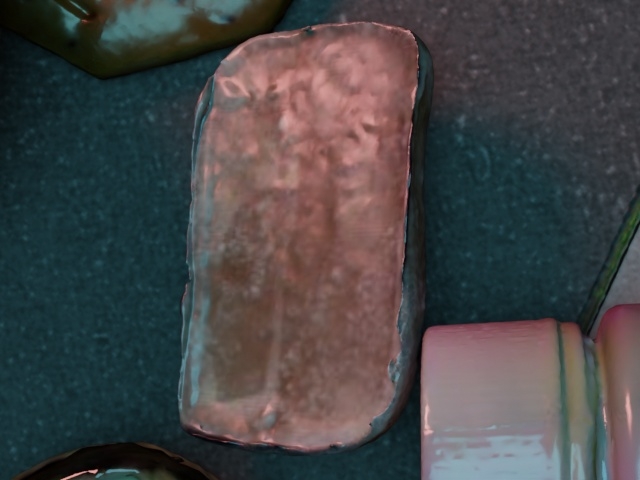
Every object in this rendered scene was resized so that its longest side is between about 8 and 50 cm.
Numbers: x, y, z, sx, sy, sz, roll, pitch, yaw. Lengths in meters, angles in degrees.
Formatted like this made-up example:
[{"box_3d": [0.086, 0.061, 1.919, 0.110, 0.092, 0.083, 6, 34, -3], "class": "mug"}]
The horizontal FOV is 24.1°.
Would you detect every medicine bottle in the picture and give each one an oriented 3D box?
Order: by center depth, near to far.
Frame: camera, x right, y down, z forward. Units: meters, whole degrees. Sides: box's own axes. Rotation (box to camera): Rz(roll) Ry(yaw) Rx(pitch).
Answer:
[{"box_3d": [0.263, 0.147, 0.976, 0.388, 0.219, 0.219, -3, 87, 7], "class": "medicine bottle"}]

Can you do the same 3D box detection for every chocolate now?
[{"box_3d": [0.000, 0.000, 1.065, 0.185, 0.100, 0.303, -1, 83, 33], "class": "chocolate"}]

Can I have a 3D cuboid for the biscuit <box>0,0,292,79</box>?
[{"box_3d": [-0.144, -0.298, 1.134, 0.359, 0.046, 0.359, 0, 86, 7], "class": "biscuit"}]

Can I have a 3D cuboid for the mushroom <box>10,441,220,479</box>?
[{"box_3d": [-0.183, 0.287, 1.074, 0.247, 0.130, 0.344, 35, 93, -9], "class": "mushroom"}]
